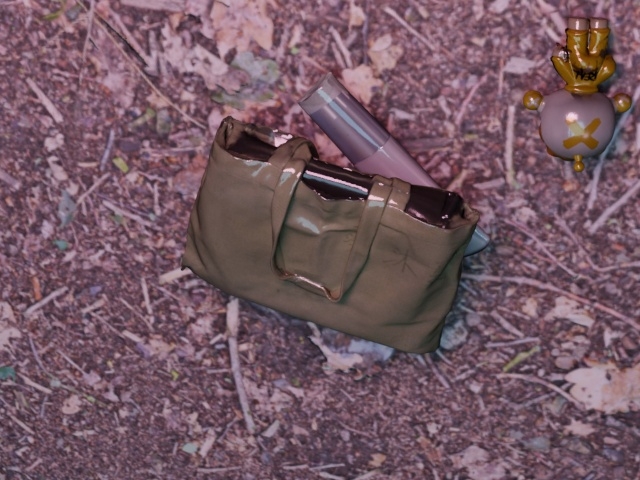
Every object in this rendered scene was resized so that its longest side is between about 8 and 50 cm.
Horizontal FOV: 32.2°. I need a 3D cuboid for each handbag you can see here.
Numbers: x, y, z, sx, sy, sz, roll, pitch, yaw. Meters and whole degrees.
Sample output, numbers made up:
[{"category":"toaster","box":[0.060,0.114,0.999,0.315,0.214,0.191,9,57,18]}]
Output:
[{"category":"handbag","box":[0.004,-0.001,1.209,0.315,0.109,0.253,20,141,7]}]

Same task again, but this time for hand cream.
[{"category":"hand cream","box":[0.080,-0.074,1.194,0.255,0.048,0.079,47,149,-12]}]

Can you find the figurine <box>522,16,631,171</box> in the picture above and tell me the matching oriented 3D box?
[{"category":"figurine","box":[0.262,-0.146,1.098,0.101,0.068,0.143,24,106,-8]}]
